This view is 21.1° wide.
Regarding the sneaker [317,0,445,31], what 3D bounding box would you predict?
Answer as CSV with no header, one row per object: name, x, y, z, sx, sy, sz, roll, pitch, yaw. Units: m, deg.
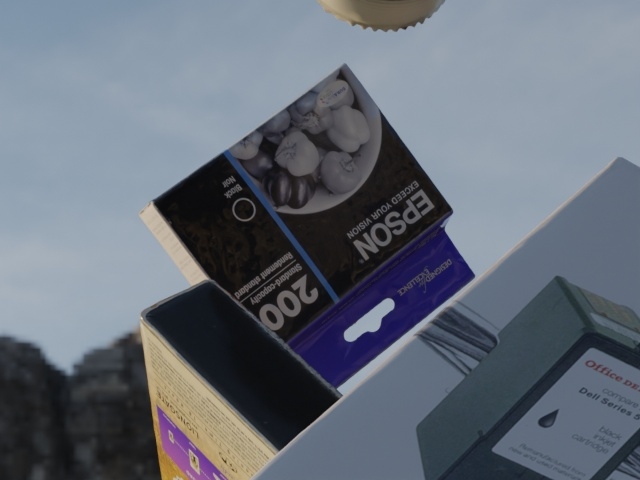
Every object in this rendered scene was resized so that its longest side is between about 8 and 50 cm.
sneaker,0.056,-0.263,0.867,0.102,0.293,0.146,7,-27,-3

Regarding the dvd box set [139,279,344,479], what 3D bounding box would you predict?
dvd box set,0.007,0.267,1.108,0.062,0.307,0.420,-27,-45,-26

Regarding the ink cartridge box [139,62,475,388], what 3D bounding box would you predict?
ink cartridge box,0.000,0.000,1.353,0.206,0.208,0.045,-38,4,-22

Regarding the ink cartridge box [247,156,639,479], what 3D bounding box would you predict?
ink cartridge box,0.062,0.130,0.610,0.115,0.273,0.198,33,-37,27
